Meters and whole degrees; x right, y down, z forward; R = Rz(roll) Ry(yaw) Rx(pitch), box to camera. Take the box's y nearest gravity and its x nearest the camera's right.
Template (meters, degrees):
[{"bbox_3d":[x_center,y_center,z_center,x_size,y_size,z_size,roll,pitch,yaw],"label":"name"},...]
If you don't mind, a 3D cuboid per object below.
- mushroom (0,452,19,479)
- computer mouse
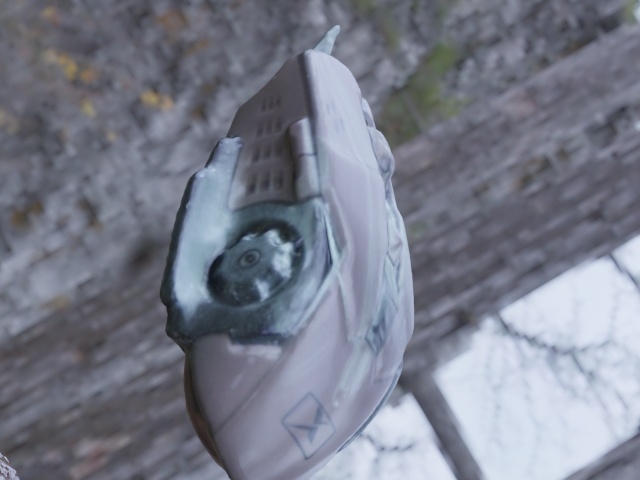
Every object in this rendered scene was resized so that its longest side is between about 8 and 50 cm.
[{"bbox_3d":[-0.448,0.252,1.897,0.267,0.267,0.254,54,3,38],"label":"mushroom"},{"bbox_3d":[0.006,0.001,1.279,0.199,0.115,0.389,64,31,-44],"label":"computer mouse"}]
